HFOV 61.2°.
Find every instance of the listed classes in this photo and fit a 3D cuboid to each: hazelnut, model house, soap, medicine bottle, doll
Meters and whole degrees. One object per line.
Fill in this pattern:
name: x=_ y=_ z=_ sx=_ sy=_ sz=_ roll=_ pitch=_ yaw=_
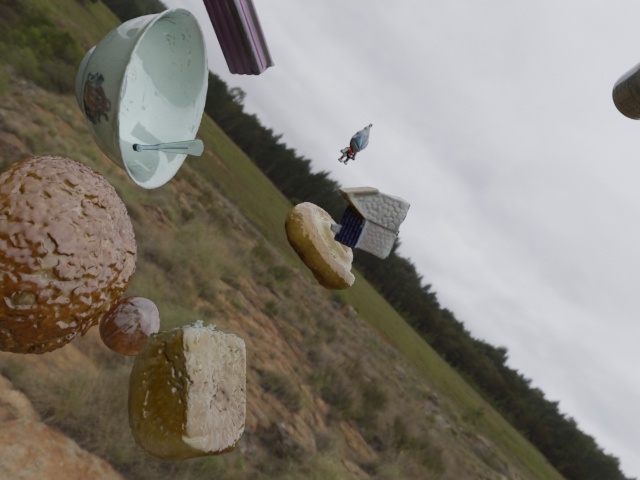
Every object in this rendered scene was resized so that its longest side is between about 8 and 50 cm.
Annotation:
hazelnut: x=-0.542 y=0.253 z=1.564 sx=0.182 sy=0.182 sz=0.182 roll=53 pitch=-2 yaw=3
model house: x=0.067 y=-0.035 z=0.840 sx=0.100 sy=0.100 sz=0.088 roll=19 pitch=7 yaw=-11
soap: x=-0.199 y=-0.508 z=1.319 sx=0.122 sy=0.065 sz=0.203 roll=17 pitch=-39 yaw=37
medicine bottle: x=0.623 y=-0.294 z=0.985 sx=0.105 sy=0.105 sz=0.168 roll=53 pitch=-9 yaw=5
doll: x=0.085 y=-0.225 z=1.261 sx=0.057 sy=0.114 sz=0.039 roll=32 pitch=15 yaw=-30

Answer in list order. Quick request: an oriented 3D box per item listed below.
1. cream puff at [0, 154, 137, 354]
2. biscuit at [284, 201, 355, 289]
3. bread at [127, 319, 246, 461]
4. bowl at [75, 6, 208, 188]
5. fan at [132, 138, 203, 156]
cream puff: x=-0.379 y=0.028 z=0.775 sx=0.212 sy=0.302 sz=0.303 roll=24 pitch=5 yaw=-14
biscuit: x=0.001 y=-0.001 z=1.409 sx=0.213 sy=0.091 sz=0.274 roll=43 pitch=22 yaw=-32
bread: x=-0.243 y=0.267 z=0.984 sx=0.195 sy=0.176 sz=0.246 roll=36 pitch=47 yaw=-60
bowl: x=-0.448 y=-0.355 z=1.296 sx=0.196 sy=0.434 sz=0.435 roll=17 pitch=-7 yaw=6
fan: x=-0.311 y=-0.192 z=1.124 sx=0.016 sy=0.038 sz=0.193 roll=8 pitch=13 yaw=28
